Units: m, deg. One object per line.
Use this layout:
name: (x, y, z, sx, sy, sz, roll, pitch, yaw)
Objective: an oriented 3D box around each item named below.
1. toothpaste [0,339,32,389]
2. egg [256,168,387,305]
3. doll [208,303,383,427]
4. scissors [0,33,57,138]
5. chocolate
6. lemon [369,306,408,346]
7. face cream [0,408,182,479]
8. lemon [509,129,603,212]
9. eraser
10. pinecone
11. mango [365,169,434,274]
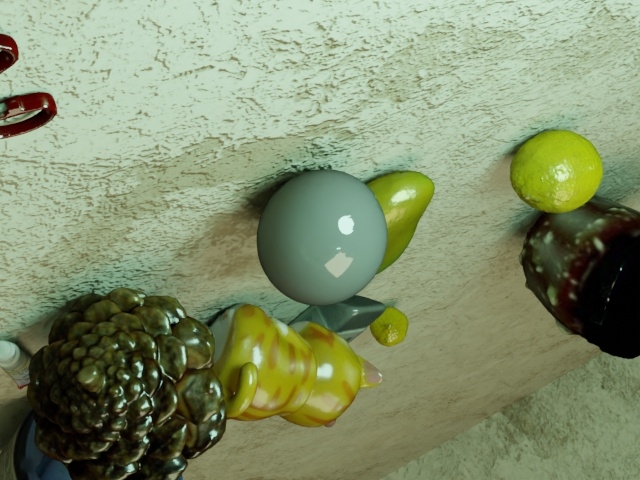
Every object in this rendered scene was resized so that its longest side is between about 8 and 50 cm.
toothpaste: (-0.370, 0.156, 1.525, 0.048, 0.031, 0.190, -26, 163, -8)
egg: (0.000, 0.000, 1.397, 0.146, 0.146, 0.198, -18, 164, -20)
doll: (-0.061, 0.181, 1.741, 0.270, 0.162, 0.167, 6, 148, -43)
scissors: (-0.338, -0.083, 0.972, 0.248, 0.017, 0.144, -23, 160, -3)
chocolate: (0.432, 0.039, 1.927, 0.340, 0.210, 0.225, 14, 107, -55)
lemon: (0.112, 0.140, 2.014, 0.065, 0.065, 0.092, -27, 170, 4)
face cream: (-0.338, 0.355, 1.747, 0.249, 0.249, 0.225, -11, 155, -35)
lemon: (0.306, -0.089, 1.599, 0.133, 0.109, 0.109, -26, 163, -26)
eraser: (-0.036, 0.173, 1.925, 0.089, 0.061, 0.352, -3, 150, -45)
pinecone: (-0.219, 0.179, 1.467, 0.244, 0.244, 0.309, -27, 176, 5)
mango: (0.059, -0.019, 1.528, 0.122, 0.085, 0.191, -4, 143, -24)
